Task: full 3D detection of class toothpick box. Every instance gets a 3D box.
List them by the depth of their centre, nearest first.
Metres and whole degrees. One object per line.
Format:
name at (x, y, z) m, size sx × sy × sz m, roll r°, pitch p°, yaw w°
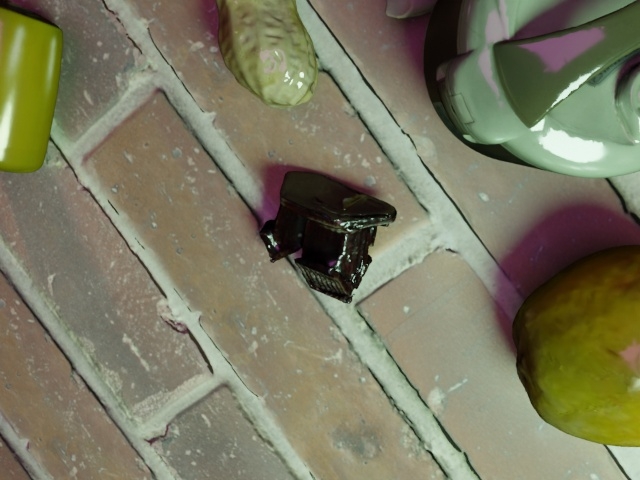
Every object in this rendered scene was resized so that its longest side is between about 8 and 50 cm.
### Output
toothpick box at (-0.541, -0.267, 0.973) m, size 0.174 × 0.175 × 0.272 m, roll 20°, pitch 100°, yaw 8°

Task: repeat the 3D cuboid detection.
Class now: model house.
model house at (0.001, -0.006, 0.938) m, size 0.203 × 0.141 × 0.164 m, roll 30°, pitch 128°, yaw 27°

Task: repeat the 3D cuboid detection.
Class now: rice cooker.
rice cooker at (0.295, -0.241, 0.689) m, size 0.334 × 0.325 × 0.336 m, roll 0°, pitch 103°, yaw -1°

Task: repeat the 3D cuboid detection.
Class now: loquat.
loquat at (0.414, 0.146, 0.792) m, size 0.283 × 0.276 × 0.276 m, roll -20°, pitch 95°, yaw 18°

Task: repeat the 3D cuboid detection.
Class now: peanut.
peanut at (-0.100, -0.354, 0.881) m, size 0.149 × 0.149 × 0.314 m, roll -16°, pitch 96°, yaw 14°

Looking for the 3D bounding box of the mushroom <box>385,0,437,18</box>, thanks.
mushroom at (0.179, -0.403, 0.828) m, size 0.212 × 0.097 × 0.088 m, roll -34°, pitch 84°, yaw 14°
